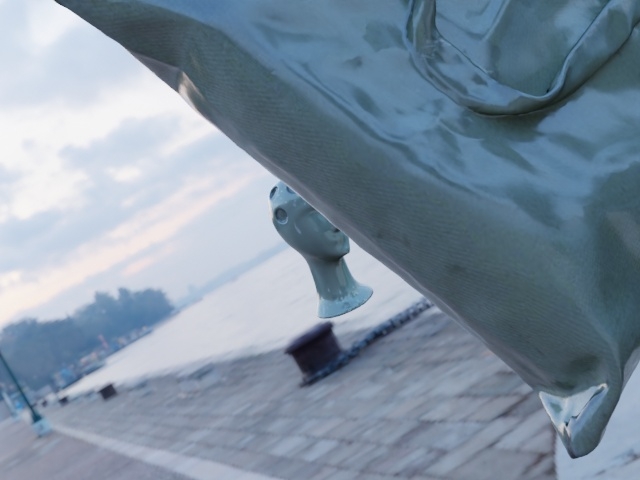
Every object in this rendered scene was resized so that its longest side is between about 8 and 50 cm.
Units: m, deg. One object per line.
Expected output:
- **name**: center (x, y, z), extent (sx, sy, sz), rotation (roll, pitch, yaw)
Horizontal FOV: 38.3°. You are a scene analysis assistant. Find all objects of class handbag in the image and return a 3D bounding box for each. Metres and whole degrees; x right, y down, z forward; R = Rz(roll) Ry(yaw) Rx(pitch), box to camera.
- **handbag**: center (0.069, -0.092, 0.451), extent (0.253, 0.316, 0.109), rotation (-51, 2, -24)

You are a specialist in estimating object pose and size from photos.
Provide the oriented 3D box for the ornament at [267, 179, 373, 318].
- **ornament**: center (0.000, 0.000, 0.979), extent (0.075, 0.156, 0.081), rotation (-35, 21, -37)
